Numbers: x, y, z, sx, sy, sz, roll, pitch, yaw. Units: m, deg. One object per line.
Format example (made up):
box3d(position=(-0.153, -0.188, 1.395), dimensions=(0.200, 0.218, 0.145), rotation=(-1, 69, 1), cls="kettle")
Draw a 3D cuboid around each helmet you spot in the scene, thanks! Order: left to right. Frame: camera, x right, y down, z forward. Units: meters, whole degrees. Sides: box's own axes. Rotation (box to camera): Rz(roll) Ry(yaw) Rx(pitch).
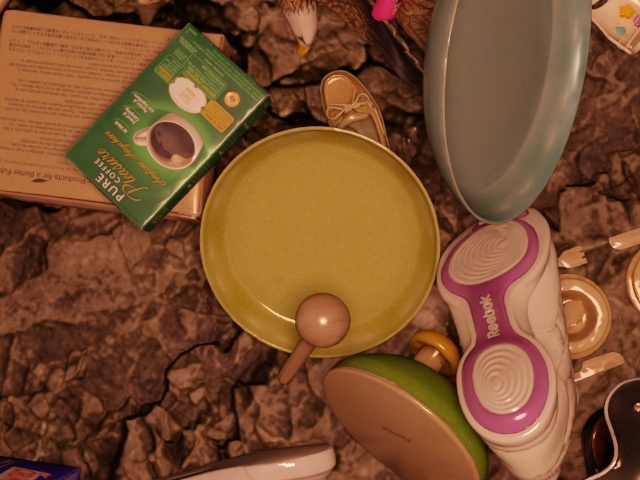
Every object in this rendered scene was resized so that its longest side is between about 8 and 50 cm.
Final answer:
box3d(position=(0.311, 0.225, 1.265), dimensions=(0.169, 0.169, 0.161), rotation=(9, 69, 6), cls="helmet")

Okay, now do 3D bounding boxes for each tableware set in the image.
box3d(position=(0.300, 0.058, 1.344), dimensions=(0.194, 0.039, 0.128), rotation=(-20, 83, 3), cls="tableware set")

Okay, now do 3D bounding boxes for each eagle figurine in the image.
box3d(position=(0.007, -0.271, 1.339), dimensions=(0.298, 0.225, 0.226), rotation=(14, 75, 18), cls="eagle figurine")

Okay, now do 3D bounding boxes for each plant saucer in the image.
box3d(position=(0.000, 0.000, 1.348), dimensions=(0.241, 0.037, 0.241), rotation=(1, 106, 5), cls="plant saucer")
box3d(position=(0.175, -0.175, 1.261), dimensions=(0.044, 0.317, 0.317), rotation=(14, 85, 31), cls="plant saucer")

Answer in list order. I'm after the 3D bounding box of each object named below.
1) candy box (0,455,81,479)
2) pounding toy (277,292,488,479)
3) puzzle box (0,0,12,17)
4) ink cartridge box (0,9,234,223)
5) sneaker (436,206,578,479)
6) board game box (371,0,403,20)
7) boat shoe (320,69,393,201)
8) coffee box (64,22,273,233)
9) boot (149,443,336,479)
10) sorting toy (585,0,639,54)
box3d(position=(-0.421, 0.265, 1.279), dimensions=(0.317, 0.268, 0.122), rotation=(7, 88, 6), cls="candy box")
box3d(position=(0.085, 0.136, 1.310), dimensions=(0.237, 0.183, 0.110), rotation=(37, 64, 11), cls="pounding toy")
box3d(position=(-0.398, -0.384, 1.382), dimensions=(0.272, 0.052, 0.409), rotation=(31, 77, -7), cls="puzzle box")
box3d(position=(-0.219, -0.126, 1.389), dimensions=(0.235, 0.088, 0.193), rotation=(8, 86, 5), cls="ink cartridge box")
box3d(position=(0.183, 0.098, 1.289), dimensions=(0.114, 0.152, 0.305), rotation=(-12, 44, 19), cls="sneaker")
box3d(position=(0.010, -0.409, 1.300), dimensions=(0.390, 0.050, 0.390), rotation=(36, 47, 8), cls="board game box")
box3d(position=(0.042, -0.108, 1.382), dimensions=(0.056, 0.048, 0.153), rotation=(-20, 83, 4), cls="boat shoe")
box3d(position=(-0.149, -0.110, 1.318), dimensions=(0.113, 0.040, 0.184), rotation=(42, 88, 6), cls="coffee box")
box3d(position=(-0.096, 0.288, 1.343), dimensions=(0.258, 0.095, 0.123), rotation=(-16, 89, 12), cls="boot")
box3d(position=(0.313, -0.239, 1.375), dimensions=(0.075, 0.045, 0.083), rotation=(38, 91, 16), cls="sorting toy")
